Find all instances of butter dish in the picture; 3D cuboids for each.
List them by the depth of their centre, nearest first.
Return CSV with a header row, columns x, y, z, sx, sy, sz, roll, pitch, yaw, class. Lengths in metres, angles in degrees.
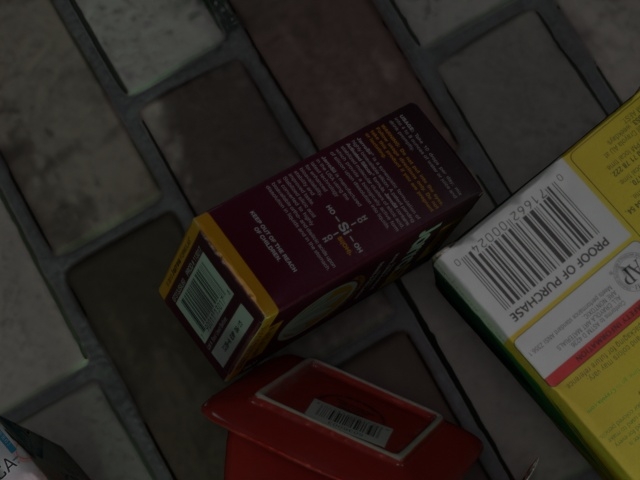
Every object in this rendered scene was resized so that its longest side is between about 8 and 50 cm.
x,y,z,sx,sy,sz,roll,pitch,yaw,class
0.004,0.158,1.133,0.160,0.160,0.118,23,106,15,butter dish

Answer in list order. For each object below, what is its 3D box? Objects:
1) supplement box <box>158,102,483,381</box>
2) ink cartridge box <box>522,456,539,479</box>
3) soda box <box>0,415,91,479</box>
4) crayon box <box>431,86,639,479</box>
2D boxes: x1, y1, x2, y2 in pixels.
x,y,z,sx,sy,sz,roll,pitch,yaw,class
0.000,0.000,1.141,0.188,0.104,0.081,-30,76,-30,supplement box
0.100,0.186,1.145,0.029,0.063,0.115,31,81,9,ink cartridge box
-0.188,0.160,1.114,0.058,0.183,0.063,-42,76,-6,soda box
0.249,0.076,1.149,0.202,0.081,0.318,-39,76,-4,crayon box
